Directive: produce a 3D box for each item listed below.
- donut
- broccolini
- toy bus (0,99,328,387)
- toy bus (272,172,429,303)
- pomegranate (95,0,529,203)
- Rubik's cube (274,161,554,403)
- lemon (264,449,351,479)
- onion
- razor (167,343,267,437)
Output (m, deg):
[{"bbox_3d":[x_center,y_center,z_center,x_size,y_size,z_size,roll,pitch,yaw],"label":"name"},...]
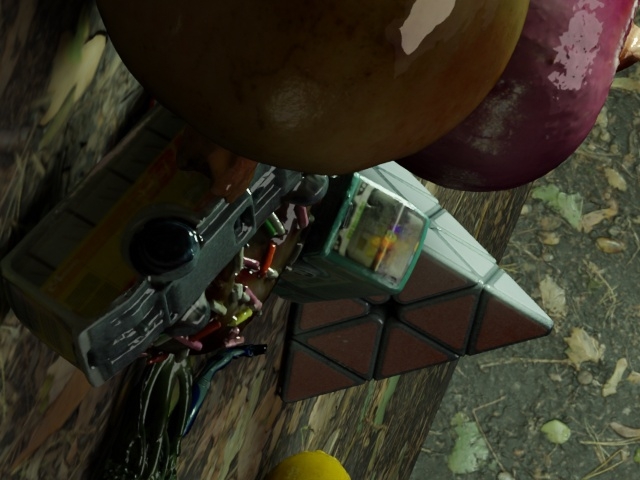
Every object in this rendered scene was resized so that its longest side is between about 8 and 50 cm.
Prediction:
[{"bbox_3d":[-0.068,-0.035,1.393,0.270,0.103,0.269,22,90,-79],"label":"donut"},{"bbox_3d":[-0.135,0.135,1.527,0.091,0.068,0.202,15,86,-50],"label":"broccolini"},{"bbox_3d":[-0.080,-0.032,1.207,0.268,0.106,0.092,-48,159,-22],"label":"toy bus"},{"bbox_3d":[0.000,0.000,1.598,0.091,0.109,0.262,-68,-163,-10],"label":"toy bus"},{"bbox_3d":[-0.015,-0.146,1.090,0.270,0.252,0.229,-60,168,24],"label":"pomegranate"},{"bbox_3d":[0.068,0.031,2.040,0.233,0.229,0.228,-19,95,-30],"label":"Rubik's cube"},{"bbox_3d":[-0.016,0.302,2.189,0.114,0.114,0.155,99,15,-44],"label":"lemon"},{"bbox_3d":[0.187,-0.203,1.811,0.358,0.345,0.358,-43,-159,21],"label":"onion"},{"bbox_3d":[-0.100,0.128,1.718,0.154,0.044,0.028,-50,128,-51],"label":"razor"}]
